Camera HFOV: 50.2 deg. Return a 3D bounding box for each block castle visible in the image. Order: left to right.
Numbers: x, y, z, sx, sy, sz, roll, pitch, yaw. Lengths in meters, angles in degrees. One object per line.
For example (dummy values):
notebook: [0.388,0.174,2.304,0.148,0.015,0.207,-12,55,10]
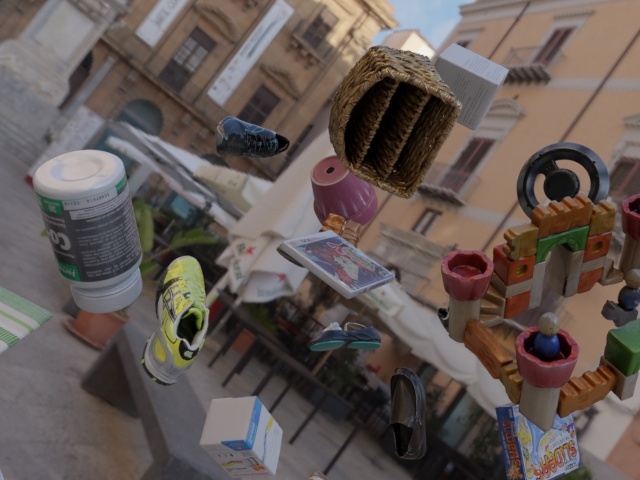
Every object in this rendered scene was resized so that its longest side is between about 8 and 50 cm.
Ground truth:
block castle: [0.449,0.078,1.102,0.303,0.452,0.213,-126,-156,-52]

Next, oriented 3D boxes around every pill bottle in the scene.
pill bottle: [-0.542,-0.015,1.638,0.204,0.204,0.361,33,-43,40]

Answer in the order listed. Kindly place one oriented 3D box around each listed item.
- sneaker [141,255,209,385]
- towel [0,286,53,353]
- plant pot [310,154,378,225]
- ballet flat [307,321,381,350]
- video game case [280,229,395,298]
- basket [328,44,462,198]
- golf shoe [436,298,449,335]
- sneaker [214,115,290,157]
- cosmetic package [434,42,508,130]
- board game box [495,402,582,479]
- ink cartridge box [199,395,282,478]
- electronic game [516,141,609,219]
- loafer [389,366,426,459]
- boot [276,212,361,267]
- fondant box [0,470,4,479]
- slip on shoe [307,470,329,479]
sneaker: [-0.333,0.182,1.723,0.145,0.147,0.385,36,33,-32]
towel: [-0.873,0.223,1.686,0.247,0.038,0.325,24,33,13]
plant pot: [0.057,-0.153,2.073,0.201,0.201,0.180,33,-19,40]
ballet flat: [0.058,0.243,1.735,0.203,0.074,0.074,2,10,-23]
video game case: [0.040,0.047,1.506,0.201,0.023,0.183,36,28,26]
basket: [0.156,-0.280,1.624,0.213,0.299,0.223,5,44,-26]
golf shoe: [0.351,0.168,1.638,0.094,0.077,0.198,48,-42,3]
sneaker: [-0.171,-0.257,1.725,0.106,0.101,0.267,11,12,22]
cosmetic package: [0.403,-0.435,1.921,0.183,0.152,0.151,30,37,10]
board game box: [0.376,0.338,1.168,0.201,0.136,0.035,1,-12,-45]
ink cartridge box: [-0.252,0.645,2.229,0.171,0.168,0.233,-10,-47,20]
electronic game: [0.619,-0.140,1.751,0.229,0.229,0.048,34,8,30]
loafer: [0.202,0.411,1.609,0.080,0.220,0.078,-13,-7,36]
boot: [0.000,0.000,1.708,0.197,0.153,0.073,20,-13,-8]
fondant box: [-0.628,0.539,1.174,0.096,0.238,0.331,-53,133,-64]
slip on shoe: [0.027,0.556,1.476,0.135,0.051,0.041,40,25,7]
